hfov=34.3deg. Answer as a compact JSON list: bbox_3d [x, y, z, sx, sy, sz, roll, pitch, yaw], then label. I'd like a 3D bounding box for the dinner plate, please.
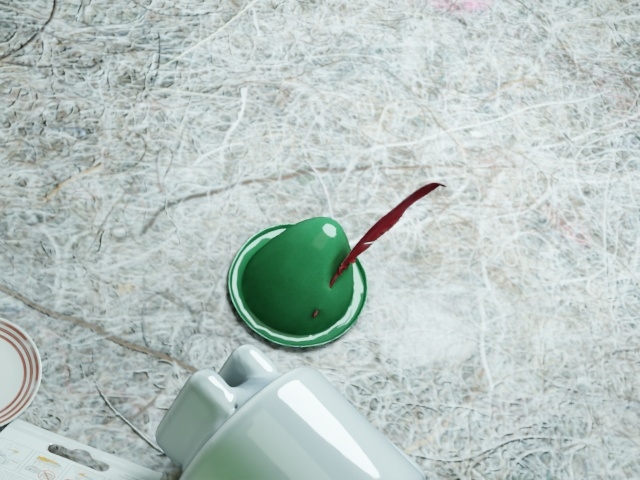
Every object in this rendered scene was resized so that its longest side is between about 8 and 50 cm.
[{"bbox_3d":[-0.377,0.145,1.132,0.141,0.017,0.141,7,57,-11],"label":"dinner plate"}]

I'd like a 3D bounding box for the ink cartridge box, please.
[{"bbox_3d":[-0.280,0.275,1.018,0.181,0.056,0.225,20,20,6],"label":"ink cartridge box"}]

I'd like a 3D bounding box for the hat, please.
[{"bbox_3d":[0.000,0.000,1.229,0.173,0.183,0.208,36,56,9],"label":"hat"}]

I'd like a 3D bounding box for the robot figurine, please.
[{"bbox_3d":[-0.004,0.270,1.044,0.353,0.200,0.300,44,38,15],"label":"robot figurine"}]
